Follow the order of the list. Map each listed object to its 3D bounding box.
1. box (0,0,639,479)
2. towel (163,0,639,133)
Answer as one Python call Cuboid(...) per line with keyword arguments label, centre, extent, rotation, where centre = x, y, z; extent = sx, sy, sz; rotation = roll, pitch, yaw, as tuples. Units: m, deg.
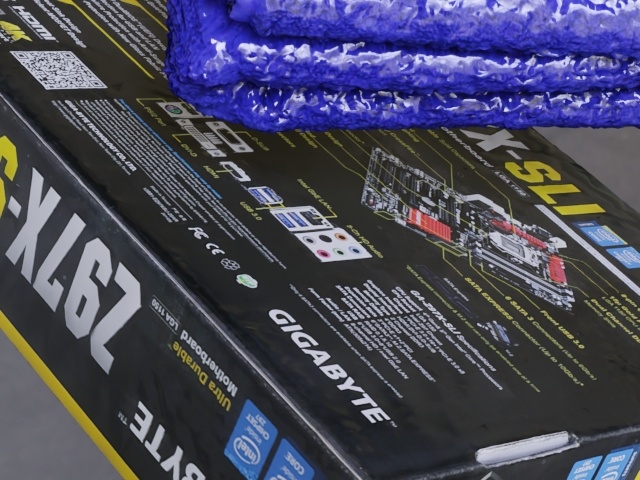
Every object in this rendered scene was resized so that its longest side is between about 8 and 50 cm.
Cuboid(label="box", centre=(0.000, 0.000, 0.655), extent=(0.257, 0.079, 0.322), rotation=(-4, 37, -44))
Cuboid(label="towel", centre=(0.058, -0.186, 0.586), extent=(0.227, 0.076, 0.308), rotation=(-1, 67, 0))
